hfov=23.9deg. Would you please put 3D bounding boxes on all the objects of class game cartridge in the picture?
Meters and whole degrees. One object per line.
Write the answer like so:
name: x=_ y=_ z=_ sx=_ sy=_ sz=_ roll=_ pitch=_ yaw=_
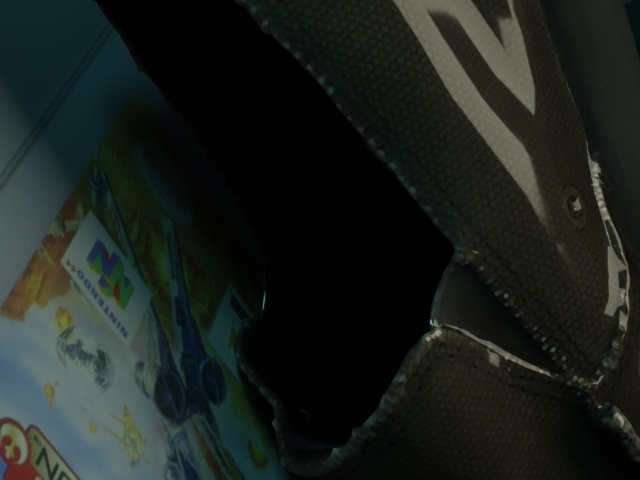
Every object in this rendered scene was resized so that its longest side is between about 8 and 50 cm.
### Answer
game cartridge: x=-0.048 y=0.060 z=0.394 sx=0.297 sy=0.062 sz=0.198 roll=56 pitch=20 yaw=-22

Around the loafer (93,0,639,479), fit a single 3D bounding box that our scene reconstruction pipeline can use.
loafer: x=0.037 y=0.039 z=0.416 sx=0.130 sy=0.134 sz=0.365 roll=-32 pitch=100 yaw=-30
